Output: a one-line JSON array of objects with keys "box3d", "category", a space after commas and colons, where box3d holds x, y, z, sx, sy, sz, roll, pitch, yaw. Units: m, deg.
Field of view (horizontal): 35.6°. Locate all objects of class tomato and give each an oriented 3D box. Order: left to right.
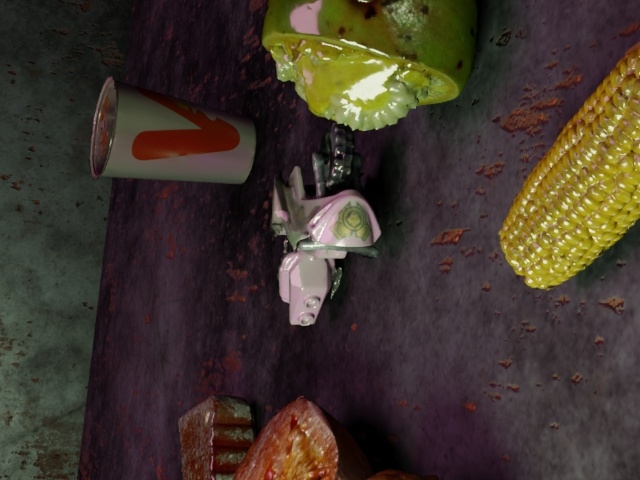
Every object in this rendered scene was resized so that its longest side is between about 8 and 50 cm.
[{"box3d": [-0.023, 0.380, 1.292, 0.338, 0.143, 0.338, -51, 19, 25], "category": "tomato"}]

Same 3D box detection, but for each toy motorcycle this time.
[{"box3d": [0.000, 0.000, 1.406, 0.188, 0.143, 0.327, -106, 25, -43], "category": "toy motorcycle"}]

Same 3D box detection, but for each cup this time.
[{"box3d": [-0.281, -0.196, 1.920, 0.203, 0.288, 0.203, -171, 90, -66], "category": "cup"}]

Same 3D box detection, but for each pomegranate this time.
[{"box3d": [0.063, -0.257, 1.235, 0.341, 0.260, 0.260, -70, -10, -85], "category": "pomegranate"}]

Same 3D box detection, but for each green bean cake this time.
[{"box3d": [-0.179, 0.394, 1.740, 0.198, 0.097, 0.233, -45, 43, 53], "category": "green bean cake"}]

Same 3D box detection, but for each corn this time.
[{"box3d": [0.258, -0.072, 0.877, 0.318, 0.115, 0.115, 125, 145, -45], "category": "corn"}]

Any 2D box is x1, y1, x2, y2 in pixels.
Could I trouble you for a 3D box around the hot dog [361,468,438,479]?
[{"box3d": [0.082, 0.433, 1.048, 0.267, 0.174, 0.387, 19, 97, 63], "category": "hot dog"}]
